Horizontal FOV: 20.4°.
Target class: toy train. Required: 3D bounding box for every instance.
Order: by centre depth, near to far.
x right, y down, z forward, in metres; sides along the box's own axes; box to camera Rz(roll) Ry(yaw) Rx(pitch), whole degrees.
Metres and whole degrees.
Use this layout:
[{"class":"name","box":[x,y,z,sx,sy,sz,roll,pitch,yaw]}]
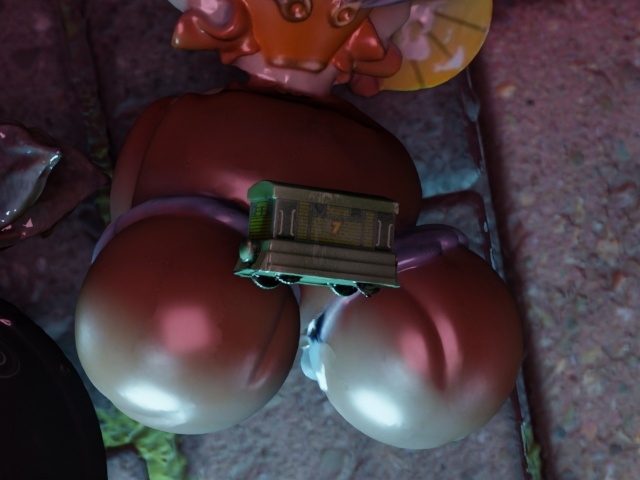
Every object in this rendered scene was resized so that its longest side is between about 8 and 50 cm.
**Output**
[{"class":"toy train","box":[0.000,0.000,0.941,0.093,0.038,0.056,7,83,-28]}]

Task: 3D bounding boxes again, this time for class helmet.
[{"class":"helmet","box":[-0.266,0.167,1.084,0.230,0.160,0.279,23,101,19]}]

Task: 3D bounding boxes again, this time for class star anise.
[{"class":"star anise","box":[-0.241,-0.022,1.056,0.209,0.231,0.089,-25,79,12]}]

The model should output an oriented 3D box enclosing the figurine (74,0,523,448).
[{"class":"figurine","box":[-0.005,-0.085,1.066,0.277,0.248,0.388,8,99,-25]}]
